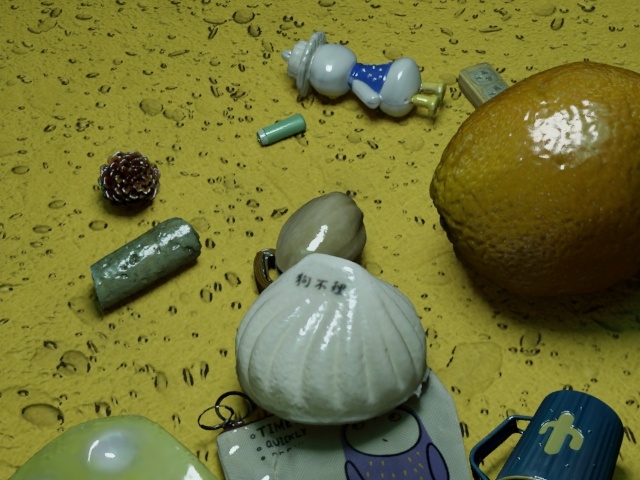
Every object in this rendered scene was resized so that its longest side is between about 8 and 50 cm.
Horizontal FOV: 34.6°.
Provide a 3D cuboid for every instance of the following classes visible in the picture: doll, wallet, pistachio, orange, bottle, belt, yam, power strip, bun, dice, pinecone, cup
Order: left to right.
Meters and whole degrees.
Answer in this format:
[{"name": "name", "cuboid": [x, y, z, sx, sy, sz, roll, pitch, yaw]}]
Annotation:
[{"name": "dice", "cuboid": [-0.222, 0.355, 1.160, 0.238, 0.227, 0.233, 32, 57, 30]}, {"name": "pinecone", "cuboid": [-0.300, -0.093, 1.638, 0.102, 0.102, 0.109, -30, 23, -19]}, {"name": "yam", "cuboid": [-0.266, 0.032, 1.542, 0.179, 0.078, 0.078, -32, 54, -17]}, {"name": "belt", "cuboid": [-0.069, 0.050, 1.533, 0.059, 0.036, 0.083, -11, 50, -6]}, {"name": "bottle", "cuboid": [-0.066, -0.187, 1.741, 0.083, 0.030, 0.030, -24, 51, -14]}, {"name": "pistachio", "cuboid": [0.000, 0.000, 1.515, 0.126, 0.108, 0.185, 20, 47, 11]}, {"name": "bun", "cuboid": [0.013, 0.102, 1.347, 0.263, 0.175, 0.263, -2, 27, 1]}, {"name": "wallet", "cuboid": [0.032, 0.284, 1.300, 0.335, 0.068, 0.275, -14, 47, -9]}, {"name": "doll", "cuboid": [0.067, -0.278, 1.761, 0.293, 0.119, 0.138, 18, 45, 13]}, {"name": "power strip", "cuboid": [0.319, -0.203, 1.711, 0.064, 0.044, 0.305, -20, 51, -13]}, {"name": "cup", "cuboid": [0.277, 0.270, 1.261, 0.176, 0.131, 0.155, 13, 46, 30]}, {"name": "orange", "cuboid": [0.333, -0.082, 1.424, 0.357, 0.322, 0.322, -17, 48, 9]}]
